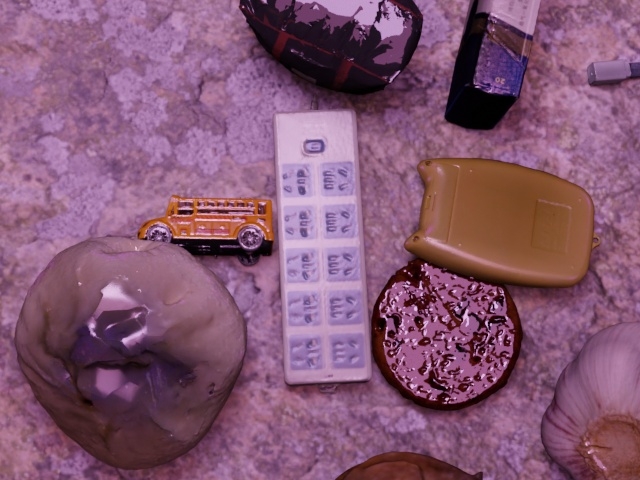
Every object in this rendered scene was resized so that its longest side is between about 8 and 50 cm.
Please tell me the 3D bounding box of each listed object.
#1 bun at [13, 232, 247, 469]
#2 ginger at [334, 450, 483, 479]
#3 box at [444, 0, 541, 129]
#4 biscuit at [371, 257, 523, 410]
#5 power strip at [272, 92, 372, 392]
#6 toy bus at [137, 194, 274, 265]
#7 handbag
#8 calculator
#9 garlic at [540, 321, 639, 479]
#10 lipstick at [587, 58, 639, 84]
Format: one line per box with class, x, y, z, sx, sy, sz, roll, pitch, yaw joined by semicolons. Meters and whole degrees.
bun;-0.222;0.127;1.445;0.273;0.168;0.273;2;103;7
ginger;0.072;0.363;1.399;0.200;0.223;0.269;17;42;9
box;0.218;-0.275;1.544;0.071;0.168;0.259;15;79;-2
biscuit;0.152;0.108;1.540;0.192;0.049;0.192;0;82;-1
power strip;0.000;0.000;1.551;0.106;0.043;0.367;-3;81;-2
toy bus;-0.138;-0.014;1.535;0.162;0.069;0.074;1;72;-5
handbag;0.013;-0.264;1.533;0.215;0.169;0.155;28;97;1
calculator;0.225;-0.024;1.544;0.236;0.033;0.157;11;67;-3
garlic;0.411;0.200;1.487;0.253;0.245;0.245;-19;80;-42
lipstick;0.391;-0.215;1.614;0.107;0.025;0.025;-7;81;-10
